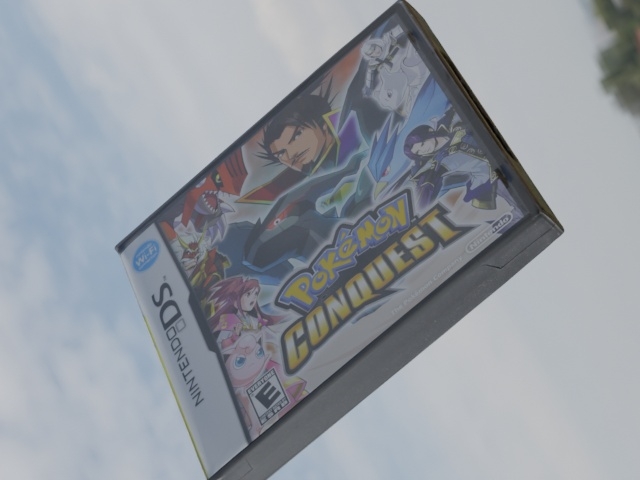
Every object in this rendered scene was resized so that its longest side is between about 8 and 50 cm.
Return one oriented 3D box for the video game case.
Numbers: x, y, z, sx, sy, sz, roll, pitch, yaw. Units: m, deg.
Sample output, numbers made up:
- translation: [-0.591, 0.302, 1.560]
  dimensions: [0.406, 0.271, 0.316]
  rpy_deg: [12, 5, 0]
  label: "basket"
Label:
- translation: [0.000, 0.000, 1.309]
  dimensions: [0.035, 0.275, 0.248]
  rpy_deg: [39, -164, -40]
  label: "video game case"
